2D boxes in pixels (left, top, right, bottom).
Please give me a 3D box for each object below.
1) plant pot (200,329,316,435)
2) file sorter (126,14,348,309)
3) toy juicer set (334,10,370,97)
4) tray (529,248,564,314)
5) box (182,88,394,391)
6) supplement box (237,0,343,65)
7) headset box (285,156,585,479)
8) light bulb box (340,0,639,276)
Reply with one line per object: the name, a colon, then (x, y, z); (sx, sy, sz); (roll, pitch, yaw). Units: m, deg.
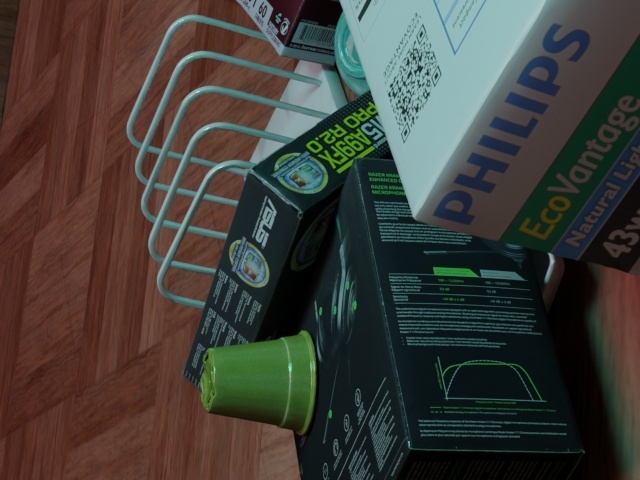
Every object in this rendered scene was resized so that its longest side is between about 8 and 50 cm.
plant pot: (-0.051, 0.111, 1.365); (0.083, 0.079, 0.083); (-178, 90, -74)
file sorter: (-0.082, -0.073, 1.777); (0.193, 0.173, 0.278); (-62, 28, 31)
toy juicer set: (0.089, -0.197, 1.582); (0.209, 0.089, 0.329); (-37, 66, 39)
tray: (0.139, -0.011, 1.402); (0.270, 0.030, 0.145); (-107, 28, -50)
box: (0.000, 0.000, 1.466); (0.060, 0.216, 0.270); (39, 138, 17)
supplement box: (0.007, -0.316, 1.780); (0.130, 0.073, 0.239); (54, 127, 46)
headset box: (0.070, 0.109, 1.323); (0.246, 0.131, 0.283); (110, 157, -46)
light bulb box: (0.193, -0.227, 1.170); (0.358, 0.225, 0.361); (-60, 29, 33)
